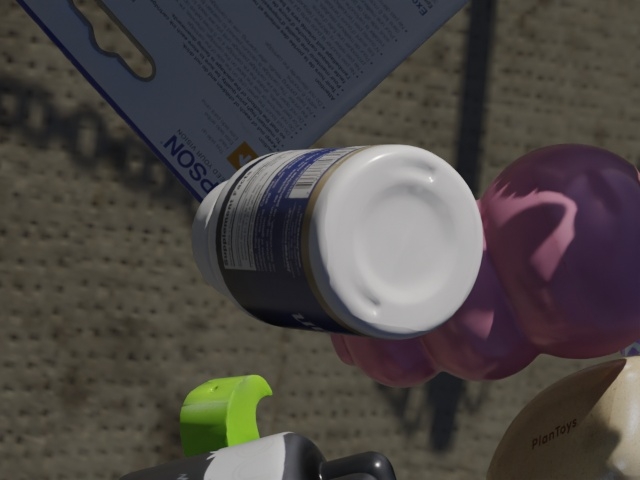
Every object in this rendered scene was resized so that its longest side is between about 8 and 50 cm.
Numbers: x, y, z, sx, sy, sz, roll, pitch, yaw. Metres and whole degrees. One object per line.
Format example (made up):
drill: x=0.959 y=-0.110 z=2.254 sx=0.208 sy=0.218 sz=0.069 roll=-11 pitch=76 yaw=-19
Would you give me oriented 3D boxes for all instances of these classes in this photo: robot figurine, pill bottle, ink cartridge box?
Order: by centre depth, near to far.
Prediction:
pill bottle: x=0.000 y=0.000 z=0.919 sx=0.094 sy=0.169 sz=0.094 roll=-1 pitch=91 yaw=-29
ink cartridge box: x=-0.067 y=-0.231 z=1.285 sx=0.324 sy=0.330 sz=0.071 roll=48 pitch=34 yaw=-2
robot figurine: x=-0.071 y=0.245 z=1.340 sx=0.209 sy=0.278 sz=0.174 roll=58 pitch=19 yaw=-56

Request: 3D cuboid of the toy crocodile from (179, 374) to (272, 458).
toy crocodile: x=-0.040 y=0.283 z=1.574 sx=0.105 sy=0.115 sz=0.340 roll=-19 pitch=84 yaw=-50

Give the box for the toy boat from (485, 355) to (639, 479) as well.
toy boat: x=0.269 y=0.279 z=1.753 sx=0.148 sy=0.267 sz=0.318 roll=25 pitch=58 yaw=-25

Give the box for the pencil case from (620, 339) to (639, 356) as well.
pencil case: x=0.397 y=0.063 z=1.851 sx=0.086 sy=0.206 sz=0.088 roll=76 pitch=6 yaw=-54

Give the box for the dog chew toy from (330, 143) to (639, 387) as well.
dog chew toy: x=0.165 y=0.041 z=1.717 sx=0.206 sy=0.332 sz=0.207 roll=-22 pitch=90 yaw=-77
